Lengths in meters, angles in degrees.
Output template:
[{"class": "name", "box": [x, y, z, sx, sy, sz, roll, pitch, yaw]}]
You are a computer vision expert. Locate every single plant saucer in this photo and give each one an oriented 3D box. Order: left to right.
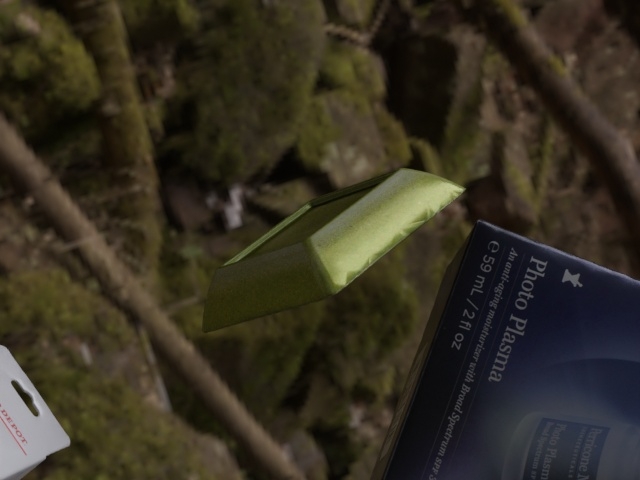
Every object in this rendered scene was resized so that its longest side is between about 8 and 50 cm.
[{"class": "plant saucer", "box": [0.000, 0.000, 1.371, 0.188, 0.188, 0.045, -19, -75, 51]}]

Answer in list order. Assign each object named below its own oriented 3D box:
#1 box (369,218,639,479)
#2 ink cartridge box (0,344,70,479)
[{"class": "box", "box": [0.208, 0.179, 1.350, 0.183, 0.294, 0.296, 106, 5, -76]}, {"class": "ink cartridge box", "box": [-0.282, 0.151, 1.209, 0.104, 0.061, 0.181, 54, 26, 9]}]
